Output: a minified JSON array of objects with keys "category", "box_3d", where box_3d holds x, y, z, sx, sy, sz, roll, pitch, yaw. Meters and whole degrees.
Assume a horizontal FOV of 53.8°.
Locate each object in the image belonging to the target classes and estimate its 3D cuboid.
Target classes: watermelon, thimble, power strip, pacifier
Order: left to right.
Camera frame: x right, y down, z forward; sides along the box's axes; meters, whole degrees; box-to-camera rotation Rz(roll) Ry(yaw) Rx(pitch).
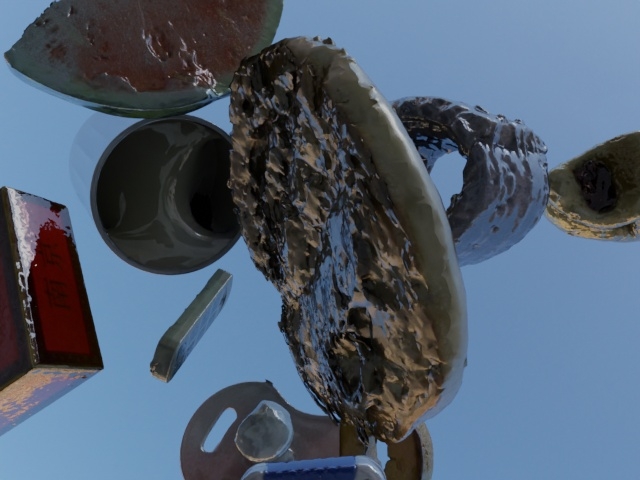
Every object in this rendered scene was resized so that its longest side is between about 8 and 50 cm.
[{"category":"watermelon","box_3d":[-0.188,-0.228,0.671,0.223,0.180,0.305,20,-120,25]},{"category":"power strip","box_3d":[-0.180,0.118,0.924,0.029,0.227,0.080,23,-55,6]},{"category":"pacifier","box_3d":[-0.087,0.364,1.072,0.331,0.220,0.273,23,-68,18]},{"category":"thimble","box_3d":[0.144,-0.068,0.759,0.236,0.172,0.205,-27,-111,46]}]

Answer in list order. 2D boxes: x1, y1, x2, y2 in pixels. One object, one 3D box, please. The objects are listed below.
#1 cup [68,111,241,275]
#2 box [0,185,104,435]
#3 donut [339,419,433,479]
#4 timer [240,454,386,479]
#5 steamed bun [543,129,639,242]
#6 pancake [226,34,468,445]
[{"category":"cup","box_3d":[-0.233,-0.101,1.039,0.326,0.322,0.237,29,-65,61]},{"category":"box","box_3d":[-0.292,0.086,0.510,0.239,0.074,0.153,-33,-112,21]},{"category":"donut","box_3d":[0.101,0.323,0.953,0.162,0.065,0.179,3,-92,44]},{"category":"timer","box_3d":[-0.002,0.385,0.724,0.178,0.078,0.254,-6,-95,2]},{"category":"steamed bun","box_3d":[0.403,-0.071,0.923,0.155,0.172,0.141,-6,-109,9]},{"category":"pancake","box_3d":[-0.001,0.001,0.578,0.382,0.071,0.383,165,-90,-69]}]
